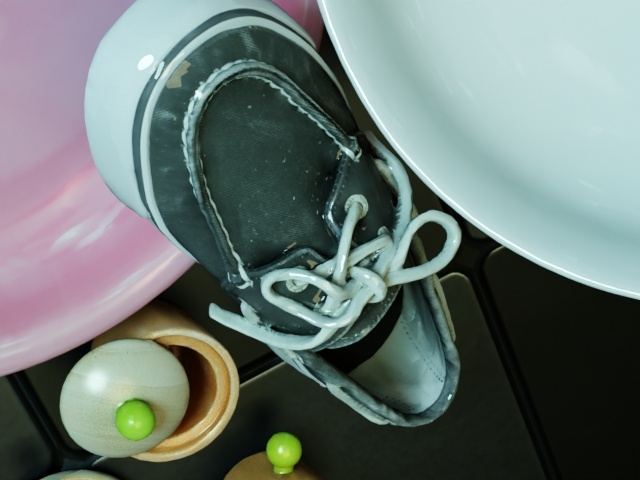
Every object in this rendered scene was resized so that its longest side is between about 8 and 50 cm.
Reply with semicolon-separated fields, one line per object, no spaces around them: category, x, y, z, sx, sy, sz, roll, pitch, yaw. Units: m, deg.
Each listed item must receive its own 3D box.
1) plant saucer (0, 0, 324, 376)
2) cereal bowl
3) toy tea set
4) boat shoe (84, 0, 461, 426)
plant saucer;-0.150;-0.095;0.615;0.332;0.084;0.332;-21;131;-27
cereal bowl;0.168;-0.151;0.614;0.339;0.141;0.339;5;107;18
toy tea set;-0.054;0.194;0.789;0.200;0.124;0.336;-35;119;-3
boat shoe;-0.003;0.003;0.668;0.113;0.105;0.306;-43;146;-14
